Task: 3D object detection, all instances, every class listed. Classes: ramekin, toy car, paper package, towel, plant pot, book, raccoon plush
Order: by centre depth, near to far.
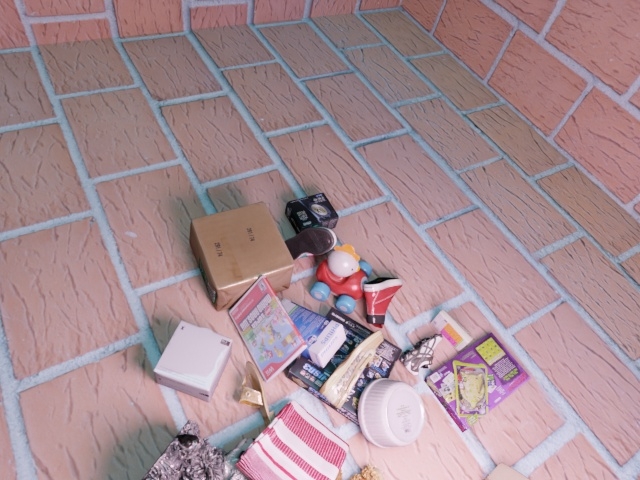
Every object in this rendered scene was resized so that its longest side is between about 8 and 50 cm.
[{"bbox_3d":[-0.338,0.700,1.164,0.299,0.216,0.446,39,80,1],"label":"raccoon plush"},{"bbox_3d":[-0.059,0.593,1.231,0.237,0.037,0.329,35,20,13],"label":"towel"},{"bbox_3d":[0.556,0.749,1.350,0.109,0.109,0.096,-27,51,-30],"label":"plant pot"},{"bbox_3d":[0.228,0.532,1.372,0.207,0.109,0.207,13,68,-33],"label":"ramekin"},{"bbox_3d":[-0.292,0.050,1.630,0.309,0.168,0.325,-17,60,-23],"label":"paper package"},{"bbox_3d":[0.097,0.105,1.636,0.210,0.238,0.219,26,52,7],"label":"toy car"},{"bbox_3d":[0.482,0.336,1.644,0.035,0.096,0.144,-31,66,-30],"label":"book"}]

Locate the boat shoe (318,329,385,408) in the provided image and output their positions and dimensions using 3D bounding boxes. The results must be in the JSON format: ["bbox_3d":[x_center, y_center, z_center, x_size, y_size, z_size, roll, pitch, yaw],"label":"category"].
[{"bbox_3d":[0.116,0.405,1.420,0.089,0.105,0.285,43,67,13],"label":"boat shoe"}]

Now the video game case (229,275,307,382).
[{"bbox_3d":[-0.181,0.290,1.466,0.025,0.204,0.285,7,42,-54],"label":"video game case"}]

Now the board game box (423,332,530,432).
[{"bbox_3d":[0.560,0.493,1.577,0.346,0.056,0.208,-22,57,-27],"label":"board game box"}]

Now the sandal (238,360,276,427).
[{"bbox_3d":[-0.210,0.492,1.365,0.079,0.088,0.240,-15,63,-30],"label":"sandal"}]

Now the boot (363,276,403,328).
[{"bbox_3d":[0.242,0.233,1.683,0.244,0.088,0.176,-9,96,-53],"label":"boot"}]

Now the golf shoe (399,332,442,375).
[{"bbox_3d":[0.374,0.407,1.589,0.198,0.077,0.094,-27,78,-25],"label":"golf shoe"}]

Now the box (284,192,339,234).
[{"bbox_3d":[-0.037,-0.107,1.866,0.180,0.078,0.147,-17,60,-24],"label":"box"}]

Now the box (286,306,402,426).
[{"bbox_3d":[0.086,0.417,1.502,0.295,0.073,0.293,30,54,10],"label":"box"}]

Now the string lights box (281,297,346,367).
[{"bbox_3d":[-0.060,0.301,1.481,0.259,0.077,0.133,19,50,35],"label":"string lights box"}]

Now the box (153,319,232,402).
[{"bbox_3d":[-0.392,0.377,1.388,0.180,0.119,0.182,19,51,2],"label":"box"}]

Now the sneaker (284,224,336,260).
[{"bbox_3d":[0.000,0.000,1.693,0.178,0.295,0.124,-22,94,-40],"label":"sneaker"}]

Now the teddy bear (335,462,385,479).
[{"bbox_3d":[0.063,0.755,1.234,0.337,0.113,0.245,-24,68,-36],"label":"teddy bear"}]
